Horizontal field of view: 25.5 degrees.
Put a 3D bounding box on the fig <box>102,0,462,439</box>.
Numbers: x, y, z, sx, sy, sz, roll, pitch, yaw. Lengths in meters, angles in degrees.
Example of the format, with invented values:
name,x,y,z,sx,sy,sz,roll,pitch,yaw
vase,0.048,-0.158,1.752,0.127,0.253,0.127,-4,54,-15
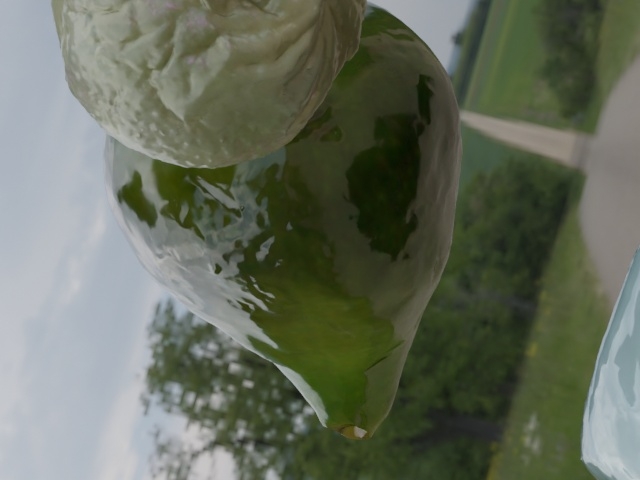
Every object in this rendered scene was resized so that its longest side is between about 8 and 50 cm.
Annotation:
name,x,y,z,sx,sy,sz,roll,pitch,yaw
fig,0.000,0.000,0.820,0.206,0.206,0.275,-67,-39,-54

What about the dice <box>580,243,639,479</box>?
name,x,y,z,sx,sy,sz,roll,pitch,yaw
dice,0.288,0.048,0.629,0.262,0.268,0.265,-63,-24,-5

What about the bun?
name,x,y,z,sx,sy,sz,roll,pitch,yaw
bun,-0.037,-0.081,0.477,0.069,0.115,0.115,-162,87,-77
